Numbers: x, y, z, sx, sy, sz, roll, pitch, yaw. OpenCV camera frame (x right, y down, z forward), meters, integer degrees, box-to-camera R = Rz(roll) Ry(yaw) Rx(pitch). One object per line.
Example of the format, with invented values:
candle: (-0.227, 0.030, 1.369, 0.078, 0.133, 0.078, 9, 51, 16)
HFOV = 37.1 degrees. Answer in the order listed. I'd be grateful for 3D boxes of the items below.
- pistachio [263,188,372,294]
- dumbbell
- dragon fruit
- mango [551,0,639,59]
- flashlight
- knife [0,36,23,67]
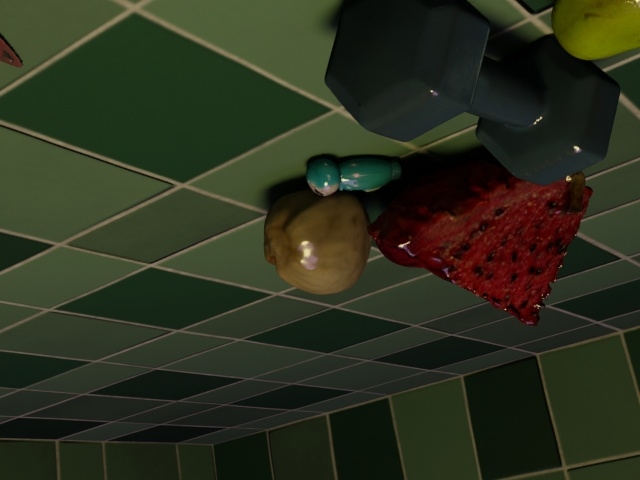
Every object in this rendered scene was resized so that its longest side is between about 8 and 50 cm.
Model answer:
pistachio: (0.000, 0.000, 1.325, 0.153, 0.138, 0.238, -30, 161, 3)
dumbbell: (0.162, -0.155, 0.958, 0.324, 0.144, 0.160, 10, 155, -45)
dragon fruit: (0.208, 0.001, 1.278, 0.330, 0.240, 0.302, 4, 138, -51)
mango: (0.286, -0.226, 0.894, 0.117, 0.089, 0.163, 7, 155, -38)
flashlight: (0.044, -0.088, 1.240, 0.129, 0.051, 0.051, -8, 161, -18)
knife: (-0.321, -0.199, 0.803, 0.035, 0.018, 0.247, -15, 161, 8)
